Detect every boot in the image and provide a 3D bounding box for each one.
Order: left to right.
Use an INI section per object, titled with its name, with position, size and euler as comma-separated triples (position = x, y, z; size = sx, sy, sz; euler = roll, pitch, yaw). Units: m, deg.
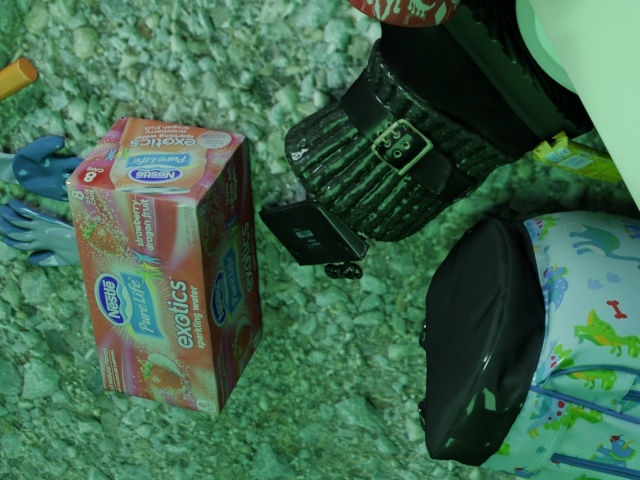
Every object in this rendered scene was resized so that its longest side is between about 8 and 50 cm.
[boot]
position = 0.054, -0.163, 1.077
size = 0.260, 0.131, 0.348
euler = -27, 113, 35

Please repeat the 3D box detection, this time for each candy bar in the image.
[candy bar]
position = 0.248, -0.073, 1.076
size = 0.040, 0.018, 0.161
euler = -31, 154, 35

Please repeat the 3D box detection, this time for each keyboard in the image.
[keyboard]
position = 0.000, 0.000, 1.239
size = 0.108, 0.023, 0.180
euler = 50, 163, -12

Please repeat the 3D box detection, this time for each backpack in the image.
[backpack]
position = 0.299, 0.115, 1.104
size = 0.356, 0.290, 0.273
euler = 28, 123, -11

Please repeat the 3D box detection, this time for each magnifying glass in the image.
[magnifying glass]
position = -0.406, -0.150, 1.345
size = 0.231, 0.026, 0.092
euler = -22, 115, 33

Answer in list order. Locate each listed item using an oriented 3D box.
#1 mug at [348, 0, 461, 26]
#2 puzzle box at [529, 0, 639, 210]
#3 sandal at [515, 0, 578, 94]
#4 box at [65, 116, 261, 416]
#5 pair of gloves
[mug]
position = 0.090, -0.244, 0.850
size = 0.150, 0.113, 0.169
euler = 19, 130, 8
[puzzle box]
position = 0.359, -0.092, 0.891
size = 0.272, 0.052, 0.408
euler = -27, 100, 15
[sandal]
position = 0.367, -0.193, 0.942
size = 0.417, 0.102, 0.169
euler = -5, 105, 11
[box]
position = -0.166, 0.030, 1.308
size = 0.154, 0.142, 0.299
euler = 11, 129, 15
[pair of gloves]
position = -0.320, -0.044, 1.395
size = 0.159, 0.023, 0.198
euler = 11, 130, 12
